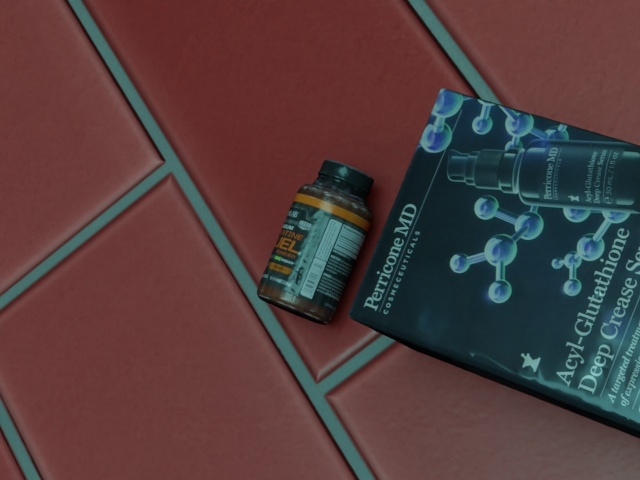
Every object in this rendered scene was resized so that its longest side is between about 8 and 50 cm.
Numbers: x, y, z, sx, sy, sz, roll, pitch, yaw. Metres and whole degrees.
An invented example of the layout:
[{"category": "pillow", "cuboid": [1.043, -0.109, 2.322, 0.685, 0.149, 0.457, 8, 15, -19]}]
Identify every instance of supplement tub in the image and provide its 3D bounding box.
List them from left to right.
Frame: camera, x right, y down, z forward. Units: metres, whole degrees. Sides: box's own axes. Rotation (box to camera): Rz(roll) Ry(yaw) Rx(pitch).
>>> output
[{"category": "supplement tub", "cuboid": [0.000, 0.000, 1.974, 0.106, 0.106, 0.198, 19, 83, 27]}]

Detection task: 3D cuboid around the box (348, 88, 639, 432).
[{"category": "box", "cuboid": [0.285, 0.036, 1.776, 0.395, 0.212, 0.293, 19, 85, 28]}]
